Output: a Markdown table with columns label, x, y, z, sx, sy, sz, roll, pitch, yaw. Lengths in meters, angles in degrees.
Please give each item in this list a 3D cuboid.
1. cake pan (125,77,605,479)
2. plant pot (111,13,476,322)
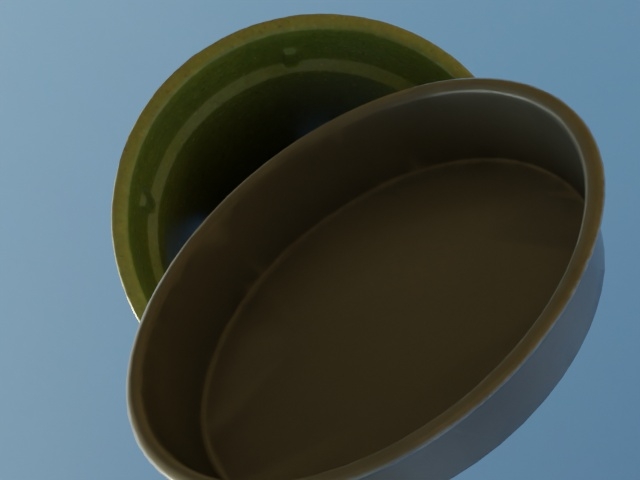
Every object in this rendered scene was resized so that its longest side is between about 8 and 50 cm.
| label | x | y | z | sx | sy | sz | roll | pitch | yaw |
| --- | --- | --- | --- | --- | --- | --- | --- | --- | --- |
| cake pan | 0.028 | 0.032 | 0.853 | 0.293 | 0.054 | 0.293 | -25 | -145 | 19 |
| plant pot | 0.000 | 0.000 | 1.149 | 0.276 | 0.254 | 0.276 | 0 | -97 | 0 |
